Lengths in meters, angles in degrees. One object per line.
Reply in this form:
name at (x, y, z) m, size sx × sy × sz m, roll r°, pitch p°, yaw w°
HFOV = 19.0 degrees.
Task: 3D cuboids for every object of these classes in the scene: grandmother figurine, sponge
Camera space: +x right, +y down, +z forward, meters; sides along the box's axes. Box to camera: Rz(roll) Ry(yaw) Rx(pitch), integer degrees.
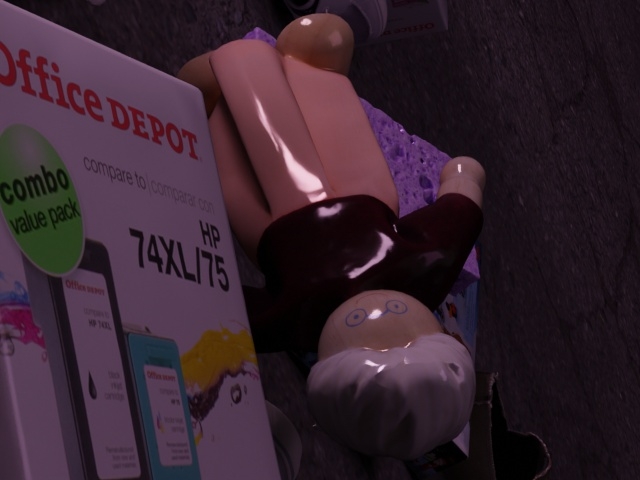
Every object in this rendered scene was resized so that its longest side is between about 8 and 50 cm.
grandmother figurine at (0.000, 0.000, 1.095) m, size 0.104 × 0.208 × 0.342 m, roll 61°, pitch 2°, yaw -40°
sponge at (0.024, -0.053, 1.342) m, size 0.210 × 0.031 × 0.117 m, roll 31°, pitch 37°, yaw -31°

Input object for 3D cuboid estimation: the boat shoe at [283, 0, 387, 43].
boat shoe at (-0.008, -0.197, 1.439) m, size 0.184 × 0.066 × 0.063 m, roll 53°, pitch 42°, yaw -48°

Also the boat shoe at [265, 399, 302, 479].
boat shoe at (-0.083, 0.105, 1.007) m, size 0.227 × 0.079 × 0.081 m, roll 46°, pitch 53°, yaw -53°

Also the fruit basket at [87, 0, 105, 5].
fruit basket at (-0.135, -0.346, 0.954) m, size 0.327 × 0.165 × 0.353 m, roll 44°, pitch 63°, yaw -53°

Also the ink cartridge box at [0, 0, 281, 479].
ink cartridge box at (-0.142, 0.078, 0.677) m, size 0.198 × 0.197 × 0.270 m, roll 18°, pitch 58°, yaw -66°

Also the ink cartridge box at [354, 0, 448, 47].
ink cartridge box at (0.048, -0.214, 1.522) m, size 0.122 × 0.089 × 0.052 m, roll 66°, pitch 18°, yaw -55°

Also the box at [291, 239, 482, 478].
box at (0.050, 0.036, 1.381) m, size 0.159 × 0.044 × 0.233 m, roll 46°, pitch 31°, yaw -27°

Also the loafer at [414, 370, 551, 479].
loafer at (0.138, 0.199, 1.467) m, size 0.251 × 0.087 × 0.094 m, roll 61°, pitch 24°, yaw -29°
